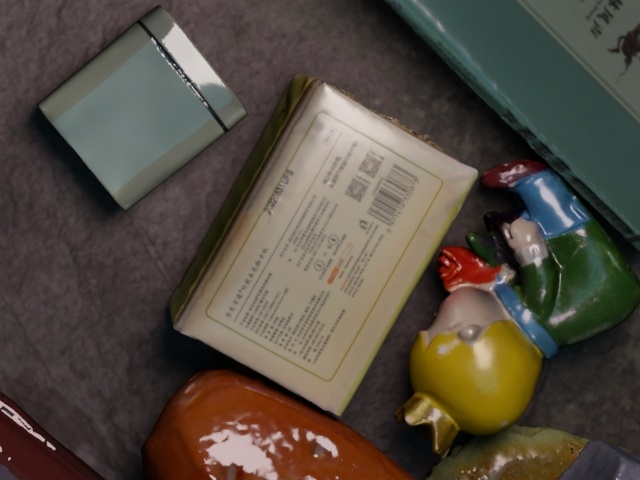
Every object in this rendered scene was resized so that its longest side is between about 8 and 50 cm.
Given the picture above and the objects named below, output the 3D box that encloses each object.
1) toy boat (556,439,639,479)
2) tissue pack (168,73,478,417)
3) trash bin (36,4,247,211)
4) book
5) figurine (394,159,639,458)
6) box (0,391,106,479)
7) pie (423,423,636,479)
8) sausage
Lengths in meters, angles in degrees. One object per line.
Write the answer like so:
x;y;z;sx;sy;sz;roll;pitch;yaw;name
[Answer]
0.193;0.294;1.354;0.078;0.127;0.283;36;88;-12;toy boat
0.000;0.000;1.351;0.159;0.125;0.234;28;92;-12;tissue pack
-0.144;-0.107;1.343;0.130;0.059;0.116;-39;101;-3;trash bin
0.218;-0.203;1.379;0.379;0.031;0.264;44;69;-13;book
0.139;0.055;1.392;0.234;0.127;0.185;-37;98;5;figurine
-0.278;0.275;1.338;0.404;0.108;0.263;42;87;-12;box
0.196;0.302;1.455;0.306;0.071;0.306;-1;95;-13;pie
-0.019;0.215;1.342;0.268;0.141;0.153;34;60;-1;sausage
